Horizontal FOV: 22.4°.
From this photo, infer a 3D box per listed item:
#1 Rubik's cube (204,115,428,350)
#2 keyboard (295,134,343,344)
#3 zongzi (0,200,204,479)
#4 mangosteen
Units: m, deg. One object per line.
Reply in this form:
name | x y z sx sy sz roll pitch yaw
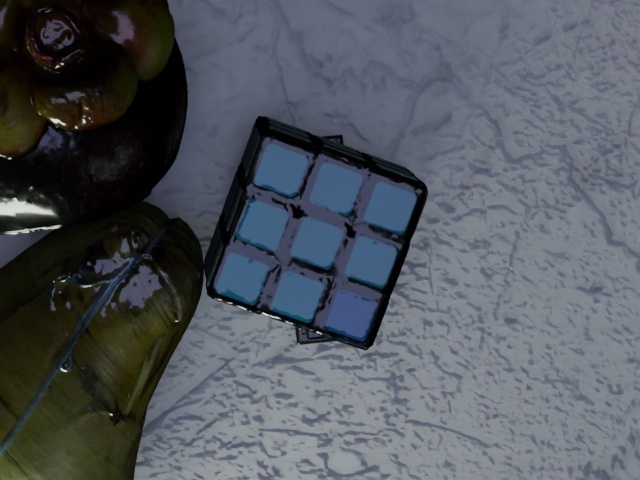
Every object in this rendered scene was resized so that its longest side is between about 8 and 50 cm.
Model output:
Rubik's cube | -0.008 -0.011 1.485 0.162 0.163 0.160 19 97 -8
keyboard | 0.000 0.000 1.573 0.067 0.011 0.202 -6 98 -2
zongzi | -0.188 0.169 1.490 0.323 0.160 0.360 -32 99 17
mangosteen | -0.243 -0.127 1.400 0.288 0.287 0.233 -4 102 -4
